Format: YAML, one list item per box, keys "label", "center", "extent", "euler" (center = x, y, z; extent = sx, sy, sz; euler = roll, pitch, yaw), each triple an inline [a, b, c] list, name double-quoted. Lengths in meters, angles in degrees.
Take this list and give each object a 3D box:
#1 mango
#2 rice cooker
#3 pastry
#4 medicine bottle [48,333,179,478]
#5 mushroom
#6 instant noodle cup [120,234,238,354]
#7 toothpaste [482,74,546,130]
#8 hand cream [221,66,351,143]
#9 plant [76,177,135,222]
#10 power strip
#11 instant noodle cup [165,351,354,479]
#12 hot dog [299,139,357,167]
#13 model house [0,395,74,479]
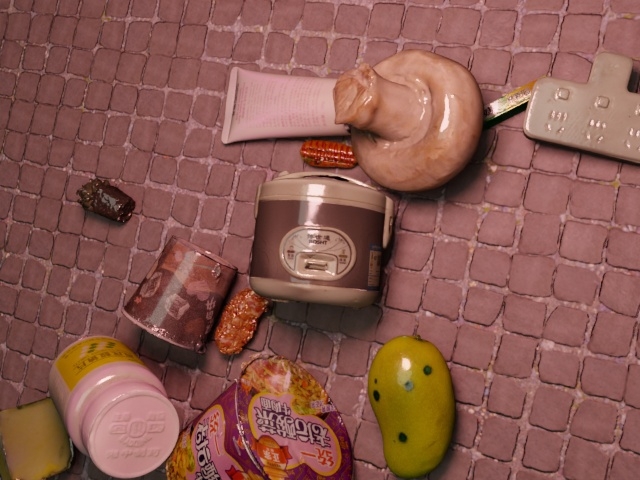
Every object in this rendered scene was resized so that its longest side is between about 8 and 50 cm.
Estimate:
- label: "mango"
  center: [0.183, 0.334, 1.444]
  extent: [0.175, 0.143, 0.293]
  euler: [-1, 93, 23]
- label: "rice cooker"
  center: [0.000, -0.003, 1.480]
  extent: [0.289, 0.288, 0.276]
  euler: [6, 86, 22]
- label: "pastry"
  center: [-0.183, 0.178, 1.646]
  extent: [0.087, 0.063, 0.169]
  euler: [32, 95, -9]
- label: "medicine bottle"
  center: [-0.455, 0.352, 1.568]
  extent: [0.379, 0.214, 0.213]
  euler: [18, 91, 58]
- label: "mushroom"
  center: [0.162, -0.240, 1.420]
  extent: [0.298, 0.290, 0.297]
  euler: [-3, 85, 44]
- label: "instant noodle cup"
  center: [-0.307, 0.116, 1.630]
  extent: [0.218, 0.217, 0.207]
  euler: [27, 88, 22]
- label: "toothpaste"
  center: [0.386, -0.276, 1.476]
  extent: [0.179, 0.043, 0.037]
  euler: [-26, 75, 18]
- label: "hand cream"
  center: [-0.070, -0.303, 1.638]
  extent: [0.359, 0.118, 0.185]
  euler: [8, 91, 30]
- label: "plant"
  center: [-0.540, -0.100, 1.804]
  extent: [0.143, 0.094, 0.092]
  euler: [26, 105, 18]
- label: "power strip"
  center: [0.537, -0.260, 1.380]
  extent: [0.265, 0.059, 0.193]
  euler: [15, 91, 13]
- label: "instant noodle cup"
  center: [-0.136, 0.436, 1.482]
  extent: [0.266, 0.340, 0.339]
  euler: [-36, 72, 26]
- label: "hot dog"
  center: [0.020, -0.192, 1.616]
  extent: [0.144, 0.038, 0.062]
  euler: [12, 88, 22]
- label: "model house"
  center: [-0.740, 0.512, 1.813]
  extent: [0.211, 0.170, 0.193]
  euler: [-27, 81, 46]
